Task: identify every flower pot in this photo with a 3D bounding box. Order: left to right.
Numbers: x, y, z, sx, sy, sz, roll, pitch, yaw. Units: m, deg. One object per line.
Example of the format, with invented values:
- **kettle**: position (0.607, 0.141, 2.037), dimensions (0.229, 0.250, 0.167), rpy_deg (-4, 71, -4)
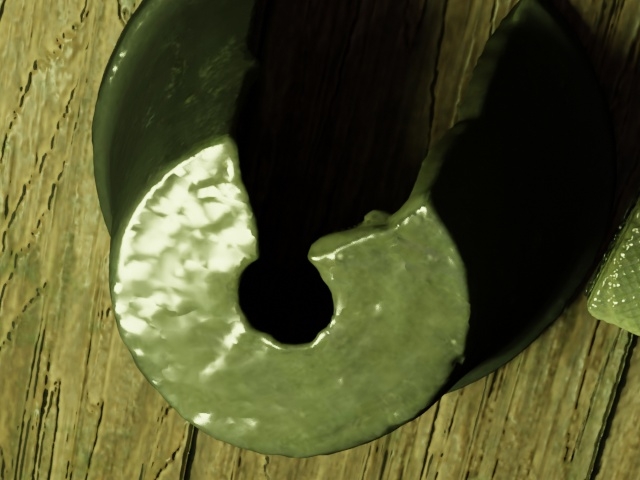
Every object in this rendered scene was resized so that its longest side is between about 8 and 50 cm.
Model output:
- **flower pot**: position (0.000, 0.000, 1.109), dimensions (0.379, 0.251, 0.379), rpy_deg (4, 115, 8)

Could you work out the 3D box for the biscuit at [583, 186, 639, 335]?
- **biscuit**: position (0.276, -0.012, 1.161), dimensions (0.121, 0.040, 0.199), rpy_deg (22, 114, -1)
